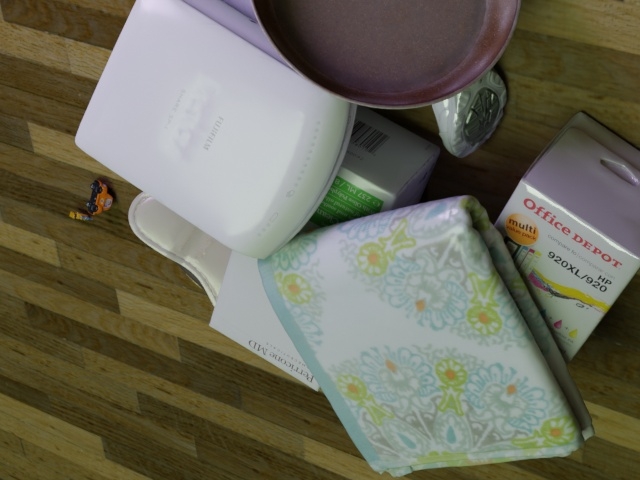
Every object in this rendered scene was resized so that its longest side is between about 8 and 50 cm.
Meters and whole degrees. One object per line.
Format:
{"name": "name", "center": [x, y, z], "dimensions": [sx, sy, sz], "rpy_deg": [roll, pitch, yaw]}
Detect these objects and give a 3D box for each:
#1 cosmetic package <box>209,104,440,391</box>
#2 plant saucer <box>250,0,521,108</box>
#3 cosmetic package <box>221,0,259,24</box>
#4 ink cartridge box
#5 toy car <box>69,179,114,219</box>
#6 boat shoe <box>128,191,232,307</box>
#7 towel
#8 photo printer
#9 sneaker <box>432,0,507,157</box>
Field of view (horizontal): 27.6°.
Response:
{"name": "cosmetic package", "center": [0.000, 0.000, 1.760], "dimensions": [0.197, 0.155, 0.365], "rpy_deg": [29, 129, 13]}
{"name": "plant saucer", "center": [0.070, -0.287, 1.451], "dimensions": [0.310, 0.310, 0.050], "rpy_deg": [41, 165, 3]}
{"name": "cosmetic package", "center": [-0.053, -0.333, 1.604], "dimensions": [0.224, 0.138, 0.224], "rpy_deg": [41, 137, 3]}
{"name": "ink cartridge box", "center": [0.302, 0.002, 1.579], "dimensions": [0.171, 0.168, 0.232], "rpy_deg": [35, 138, 10]}
{"name": "toy car", "center": [-0.378, -0.066, 2.173], "dimensions": [0.040, 0.060, 0.122], "rpy_deg": [11, 171, -28]}
{"name": "boat shoe", "center": [-0.154, 0.035, 2.022], "dimensions": [0.324, 0.097, 0.116], "rpy_deg": [38, 98, 1]}
{"name": "towel", "center": [0.129, 0.128, 1.612], "dimensions": [0.320, 0.090, 0.374], "rpy_deg": [-15, 116, 36]}
{"name": "photo printer", "center": [-0.120, -0.142, 1.573], "dimensions": [0.307, 0.107, 0.256], "rpy_deg": [34, 111, 11]}
{"name": "sneaker", "center": [0.158, -0.210, 1.596], "dimensions": [0.115, 0.090, 0.232], "rpy_deg": [37, 148, 41]}
